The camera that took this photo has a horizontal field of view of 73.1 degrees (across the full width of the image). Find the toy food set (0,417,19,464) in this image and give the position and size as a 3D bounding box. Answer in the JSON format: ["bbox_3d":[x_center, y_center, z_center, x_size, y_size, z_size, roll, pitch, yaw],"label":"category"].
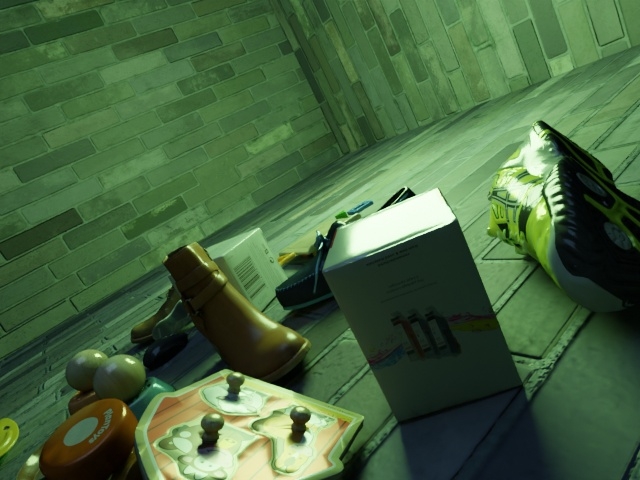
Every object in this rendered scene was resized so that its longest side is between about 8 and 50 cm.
[{"bbox_3d":[-0.680,0.425,0.801,0.128,0.071,0.218,18,21,18],"label":"toy food set"}]

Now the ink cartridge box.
[{"bbox_3d":[0.100,0.061,0.441,0.127,0.176,0.128,-22,15,14],"label":"ink cartridge box"}]

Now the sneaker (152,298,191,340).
[{"bbox_3d":[-0.345,0.186,1.065,0.152,0.054,0.061,-41,-5,-14],"label":"sneaker"}]

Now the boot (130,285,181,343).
[{"bbox_3d":[-0.374,0.158,1.135,0.305,0.115,0.112,-31,16,-6],"label":"boot"}]

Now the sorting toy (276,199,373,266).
[{"bbox_3d":[0.000,0.000,1.139,0.347,0.047,0.196,-34,11,-27],"label":"sorting toy"}]

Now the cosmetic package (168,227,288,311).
[{"bbox_3d":[-0.206,0.088,0.982,0.183,0.151,0.151,-18,17,32],"label":"cosmetic package"}]

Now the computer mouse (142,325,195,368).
[{"bbox_3d":[-0.312,0.205,0.997,0.071,0.041,0.242,-19,16,36],"label":"computer mouse"}]

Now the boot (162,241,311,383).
[{"bbox_3d":[-0.143,0.098,0.675,0.109,0.220,0.283,-34,15,-25],"label":"boot"}]

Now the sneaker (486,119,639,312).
[{"bbox_3d":[0.294,-0.023,0.539,0.147,0.145,0.385,-56,-1,33],"label":"sneaker"}]

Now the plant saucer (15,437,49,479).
[{"bbox_3d":[-0.408,0.339,0.714,0.168,0.029,0.168,-27,13,6],"label":"plant saucer"}]

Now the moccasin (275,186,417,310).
[{"bbox_3d":[0.052,0.008,0.846,0.342,0.117,0.137,-31,14,-15],"label":"moccasin"}]

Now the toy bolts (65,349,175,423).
[{"bbox_3d":[-0.292,0.242,0.566,0.228,0.159,0.218,-19,16,32],"label":"toy bolts"}]

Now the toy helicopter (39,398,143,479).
[{"bbox_3d":[-0.112,0.258,0.316,0.234,0.140,0.355,-18,25,1],"label":"toy helicopter"}]

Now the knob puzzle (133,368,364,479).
[{"bbox_3d":[-0.069,0.160,0.376,0.213,0.030,0.213,9,5,-1],"label":"knob puzzle"}]
